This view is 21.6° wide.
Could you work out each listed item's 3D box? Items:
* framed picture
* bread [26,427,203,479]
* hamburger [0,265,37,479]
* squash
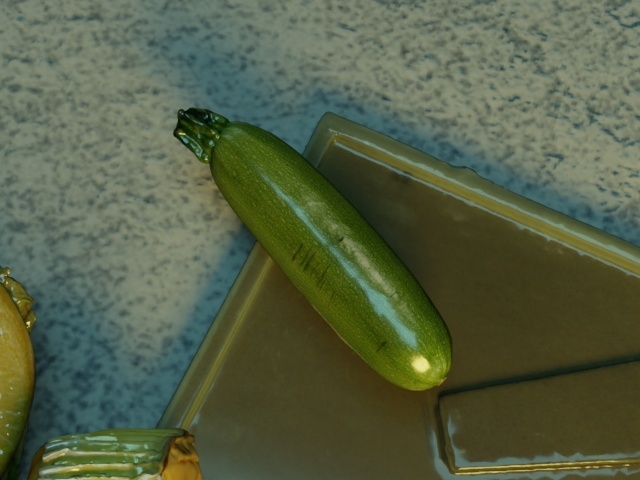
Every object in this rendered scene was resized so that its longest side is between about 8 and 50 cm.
[{"bbox_3d":[0.134,0.131,1.113,0.446,0.028,0.326,25,68,8],"label":"framed picture"},{"bbox_3d":[-0.134,0.207,1.001,0.114,0.132,0.191,0,82,4],"label":"bread"},{"bbox_3d":[-0.273,0.100,1.059,0.215,0.122,0.189,-22,77,-15],"label":"hamburger"},{"bbox_3d":[0.000,0.000,1.110,0.066,0.066,0.252,-36,74,-16],"label":"squash"}]
